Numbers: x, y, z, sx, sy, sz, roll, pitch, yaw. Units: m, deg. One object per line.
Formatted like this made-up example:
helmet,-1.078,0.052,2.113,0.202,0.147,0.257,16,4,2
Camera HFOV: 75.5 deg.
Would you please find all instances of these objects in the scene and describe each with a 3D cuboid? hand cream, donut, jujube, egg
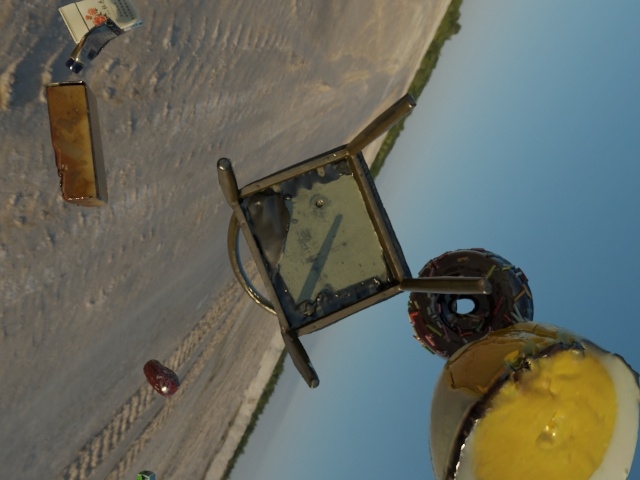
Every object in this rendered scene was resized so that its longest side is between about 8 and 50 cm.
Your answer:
hand cream,-0.565,-0.483,1.029,0.163,0.039,0.062,-42,166,4
donut,0.314,0.141,0.884,0.270,0.269,0.103,-64,153,4
jujube,-0.489,0.421,1.272,0.077,0.129,0.077,-43,180,0
egg,0.290,0.278,0.633,0.337,0.337,0.201,-64,-165,0

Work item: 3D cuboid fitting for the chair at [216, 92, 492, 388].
chair,0.000,0.000,0.413,0.166,0.188,0.272,-23,-178,-16

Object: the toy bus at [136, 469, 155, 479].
toy bus,-0.373,0.536,0.875,0.031,0.037,0.083,46,43,-71

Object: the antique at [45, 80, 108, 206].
antique,-0.609,-0.237,1.039,0.087,0.093,0.310,139,-60,-75

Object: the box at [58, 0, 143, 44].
box,-0.641,-0.657,1.215,0.198,0.109,0.029,-27,-177,-14
